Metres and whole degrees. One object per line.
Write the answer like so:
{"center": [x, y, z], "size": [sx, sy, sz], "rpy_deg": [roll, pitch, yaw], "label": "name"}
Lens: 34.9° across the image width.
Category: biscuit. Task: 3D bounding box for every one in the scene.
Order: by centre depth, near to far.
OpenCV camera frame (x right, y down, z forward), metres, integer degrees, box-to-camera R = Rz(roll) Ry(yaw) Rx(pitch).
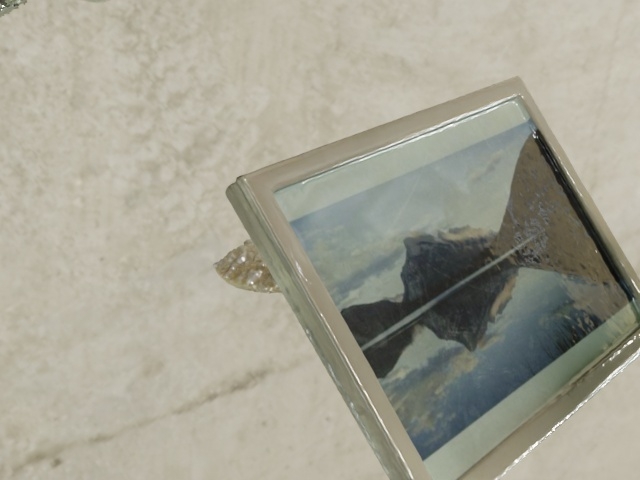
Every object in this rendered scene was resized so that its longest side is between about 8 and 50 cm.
{"center": [-0.001, 0.003, 1.285], "size": [0.250, 0.133, 0.032], "rpy_deg": [-30, 130, -16], "label": "biscuit"}

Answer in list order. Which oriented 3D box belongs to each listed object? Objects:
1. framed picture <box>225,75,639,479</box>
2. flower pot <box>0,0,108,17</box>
{"center": [0.068, 0.012, 0.441], "size": [0.203, 0.150, 0.015], "rpy_deg": [-24, 172, -45], "label": "framed picture"}
{"center": [-0.229, -0.293, 0.786], "size": [0.290, 0.290, 0.259], "rpy_deg": [-58, 167, 14], "label": "flower pot"}
